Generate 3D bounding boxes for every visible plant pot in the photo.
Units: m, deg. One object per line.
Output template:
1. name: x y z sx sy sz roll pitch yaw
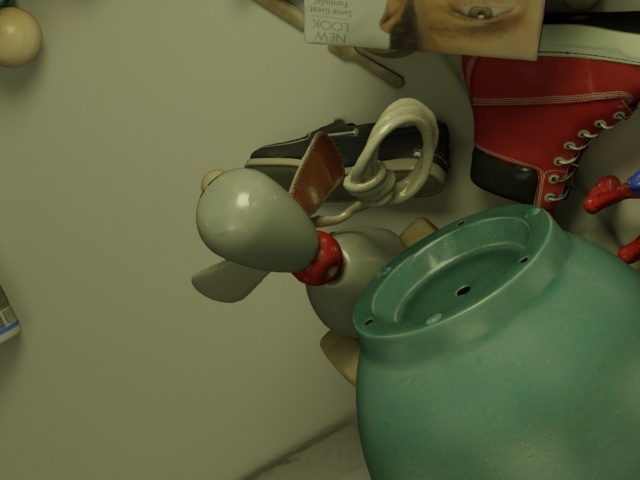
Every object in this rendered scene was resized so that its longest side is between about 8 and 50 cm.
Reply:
1. plant pot: 0.145 0.096 1.120 0.293 0.293 0.196 -19 112 30

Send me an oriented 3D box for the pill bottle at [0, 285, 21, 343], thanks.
1. pill bottle: -0.385 0.053 1.538 0.078 0.078 0.137 -22 97 31

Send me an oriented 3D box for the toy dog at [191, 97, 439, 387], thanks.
1. toy dog: 0.000 0.000 1.231 0.161 0.220 0.334 44 166 39

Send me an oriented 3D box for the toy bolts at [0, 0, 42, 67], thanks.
1. toy bolts: -0.321 -0.255 1.343 0.158 0.218 0.228 41 139 1

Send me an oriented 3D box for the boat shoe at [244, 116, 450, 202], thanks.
1. boat shoe: 0.026 -0.078 1.313 0.206 0.075 0.065 2 65 31

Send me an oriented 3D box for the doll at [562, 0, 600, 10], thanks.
1. doll: 0.142 -0.231 1.172 0.189 0.046 0.129 16 152 -3

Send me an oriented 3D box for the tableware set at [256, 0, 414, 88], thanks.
1. tableware set: 0.012 -0.229 1.265 0.194 0.039 0.128 33 119 12

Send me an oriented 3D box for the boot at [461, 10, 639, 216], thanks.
1. boot: 0.233 -0.097 1.179 0.244 0.088 0.176 6 111 33

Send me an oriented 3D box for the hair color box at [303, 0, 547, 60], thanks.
1. hair color box: 0.084 -0.295 1.008 0.185 0.110 0.339 5 137 4

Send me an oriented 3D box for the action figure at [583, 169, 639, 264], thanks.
1. action figure: 0.342 -0.077 1.119 0.091 0.139 0.280 54 150 -2
